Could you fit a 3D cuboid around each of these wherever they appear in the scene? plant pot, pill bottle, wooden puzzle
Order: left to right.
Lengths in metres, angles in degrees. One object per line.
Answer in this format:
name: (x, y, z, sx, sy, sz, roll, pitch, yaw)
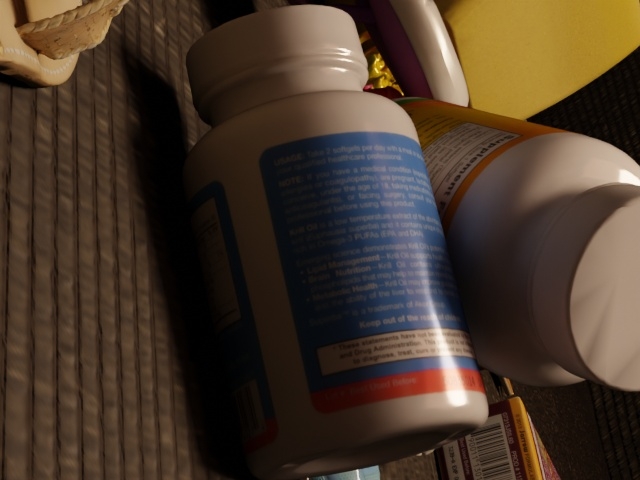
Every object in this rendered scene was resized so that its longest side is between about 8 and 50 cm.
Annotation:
pill bottle: (0.000, 0.000, 0.866, 0.124, 0.124, 0.221, 38, 38, -72)
plant pot: (0.121, -0.210, 1.435, 0.187, 0.212, 0.212, -48, 143, -23)
wooden puzzle: (0.197, 0.133, 1.962, 0.078, 0.014, 0.116, -100, 168, -52)
pill bottle: (0.104, 0.002, 0.951, 0.246, 0.136, 0.136, 23, -42, 59)

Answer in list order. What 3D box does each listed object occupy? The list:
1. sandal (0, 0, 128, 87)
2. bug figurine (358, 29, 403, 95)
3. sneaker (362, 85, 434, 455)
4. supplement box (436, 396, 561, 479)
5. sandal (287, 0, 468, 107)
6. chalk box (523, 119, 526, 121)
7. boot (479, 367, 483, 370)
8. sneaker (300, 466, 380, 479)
sandal: (-0.096, -0.107, 0.662, 0.240, 0.079, 0.088, -54, 126, -77)
bug figurine: (0.046, -0.050, 1.310, 0.279, 0.072, 0.216, -80, 151, -66)
sneaker: (0.056, 0.025, 1.127, 0.107, 0.118, 0.279, -88, 158, -58)
supplement box: (0.162, 0.228, 1.457, 0.188, 0.081, 0.104, 60, 17, -50)
sandal: (-0.032, -0.239, 1.149, 0.416, 0.102, 0.169, 61, 4, 14)
chalk box: (0.133, -0.137, 1.719, 0.132, 0.132, 0.213, 21, 53, -77)
boot: (0.105, 0.059, 1.382, 0.083, 0.246, 0.161, 41, 60, -4)
sneaker: (0.015, 0.087, 0.948, 0.063, 0.073, 0.162, 4, 69, -79)
